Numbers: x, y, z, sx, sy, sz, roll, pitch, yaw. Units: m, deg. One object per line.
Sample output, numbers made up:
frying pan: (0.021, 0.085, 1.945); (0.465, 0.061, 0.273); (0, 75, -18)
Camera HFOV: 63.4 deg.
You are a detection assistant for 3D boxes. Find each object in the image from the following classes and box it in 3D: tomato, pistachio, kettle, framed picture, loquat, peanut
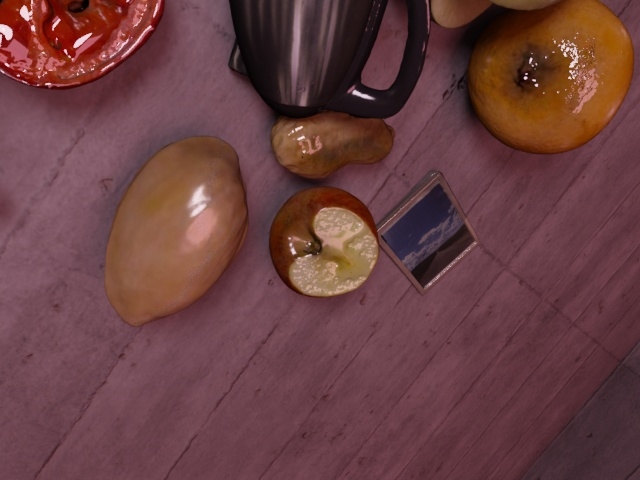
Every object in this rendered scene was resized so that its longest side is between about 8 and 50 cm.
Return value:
tomato: (-0.297, -0.289, 0.574); (0.228, 0.101, 0.227); (-12, 115, -27)
pistachio: (-0.205, -0.014, 0.752); (0.182, 0.162, 0.293); (29, 104, -22)
kettle: (-0.006, -0.293, 0.684); (0.251, 0.207, 0.271); (-3, 129, -16)
framed picture: (0.232, -0.008, 1.113); (0.189, 0.023, 0.260); (-42, 131, 1)
loquat: (0.386, -0.279, 0.885); (0.263, 0.263, 0.263); (-15, 124, -23)
peanut: (0.025, -0.162, 0.842); (0.236, 0.110, 0.120); (-10, 112, -36)

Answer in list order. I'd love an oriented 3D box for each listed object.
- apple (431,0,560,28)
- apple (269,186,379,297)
apple: (0.235, -0.433, 0.689); (0.254, 0.292, 0.292); (-38, 131, -18)
apple: (0.000, 0.000, 0.882); (0.173, 0.160, 0.195); (8, 111, -39)
